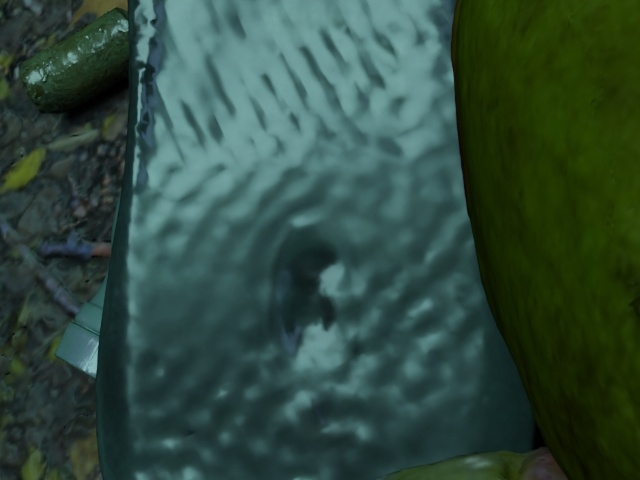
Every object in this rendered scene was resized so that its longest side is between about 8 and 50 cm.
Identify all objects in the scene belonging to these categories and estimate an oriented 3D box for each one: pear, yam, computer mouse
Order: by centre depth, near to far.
[{"bbox_3d":[0.172,-0.017,0.404,0.287,0.287,0.375,-18,28,24],"label":"pear"},{"bbox_3d":[0.000,0.000,0.595,0.188,0.122,0.370,1,89,4],"label":"computer mouse"},{"bbox_3d":[-0.143,-0.114,0.825,0.094,0.043,0.043,-29,55,16],"label":"yam"}]

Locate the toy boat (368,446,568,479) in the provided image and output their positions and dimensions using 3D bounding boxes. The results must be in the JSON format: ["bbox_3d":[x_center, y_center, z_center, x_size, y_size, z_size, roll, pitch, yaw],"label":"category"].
[{"bbox_3d":[0.058,0.193,0.466,0.293,0.111,0.276,37,84,20],"label":"toy boat"}]

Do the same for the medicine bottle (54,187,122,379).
[{"bbox_3d":[-0.059,-0.019,0.695,0.090,0.090,0.216,21,79,37],"label":"medicine bottle"}]
